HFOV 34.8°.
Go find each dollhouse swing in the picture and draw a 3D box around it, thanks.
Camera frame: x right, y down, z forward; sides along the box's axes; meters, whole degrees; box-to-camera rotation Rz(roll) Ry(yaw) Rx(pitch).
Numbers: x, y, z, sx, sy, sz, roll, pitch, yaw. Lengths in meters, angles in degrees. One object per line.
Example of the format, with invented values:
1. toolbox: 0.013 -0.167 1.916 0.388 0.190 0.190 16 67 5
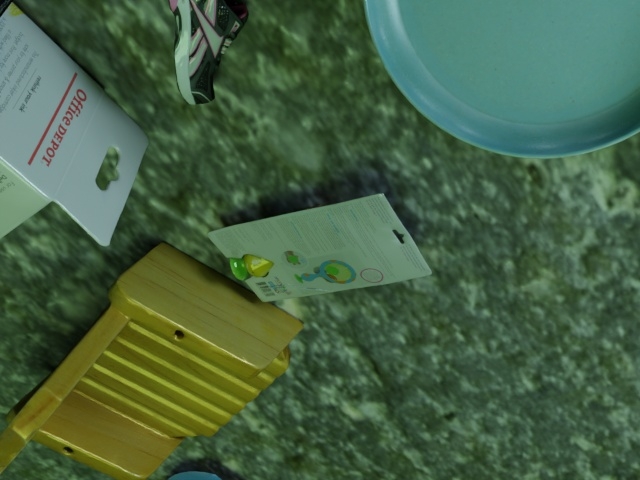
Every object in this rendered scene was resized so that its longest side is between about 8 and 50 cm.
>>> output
1. dollhouse swing: -0.244 0.236 1.296 0.315 0.305 0.347 31 128 -18

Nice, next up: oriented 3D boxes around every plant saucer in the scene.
1. plant saucer: 0.195 -0.231 0.892 0.317 0.044 0.318 2 100 11

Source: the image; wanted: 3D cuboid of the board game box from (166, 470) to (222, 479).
1. board game box: -0.167 0.407 1.622 0.133 0.033 0.168 -29 117 36

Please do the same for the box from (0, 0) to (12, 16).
1. box: -0.284 -0.283 0.913 0.077 0.180 0.147 31 128 -16

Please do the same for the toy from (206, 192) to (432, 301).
1. toy: 0.000 0.000 1.209 0.237 0.056 0.137 -14 132 27

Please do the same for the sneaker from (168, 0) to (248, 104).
1. sneaker: -0.110 -0.212 1.028 0.077 0.072 0.178 -2 138 -3

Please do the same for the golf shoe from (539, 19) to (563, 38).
1. golf shoe: 0.298 -0.155 1.006 0.272 0.105 0.120 27 146 -7

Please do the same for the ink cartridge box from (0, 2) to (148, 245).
1. ink cartridge box: -0.353 -0.141 1.034 0.119 0.207 0.353 -29 121 28
